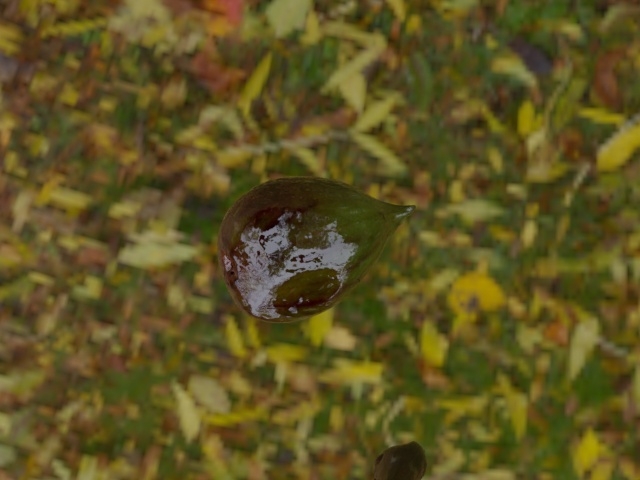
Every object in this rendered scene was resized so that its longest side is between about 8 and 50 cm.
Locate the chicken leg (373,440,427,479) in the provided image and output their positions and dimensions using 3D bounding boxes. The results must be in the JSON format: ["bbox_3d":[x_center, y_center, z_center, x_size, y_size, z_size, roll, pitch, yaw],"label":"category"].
[{"bbox_3d":[0.062,0.230,1.454,0.158,0.407,0.095,-19,101,-6],"label":"chicken leg"}]

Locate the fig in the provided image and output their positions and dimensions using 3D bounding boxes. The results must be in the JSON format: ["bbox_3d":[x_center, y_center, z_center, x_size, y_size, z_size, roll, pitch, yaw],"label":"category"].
[{"bbox_3d":[0.000,0.000,1.441,0.155,0.103,0.109,-12,155,-22],"label":"fig"}]
